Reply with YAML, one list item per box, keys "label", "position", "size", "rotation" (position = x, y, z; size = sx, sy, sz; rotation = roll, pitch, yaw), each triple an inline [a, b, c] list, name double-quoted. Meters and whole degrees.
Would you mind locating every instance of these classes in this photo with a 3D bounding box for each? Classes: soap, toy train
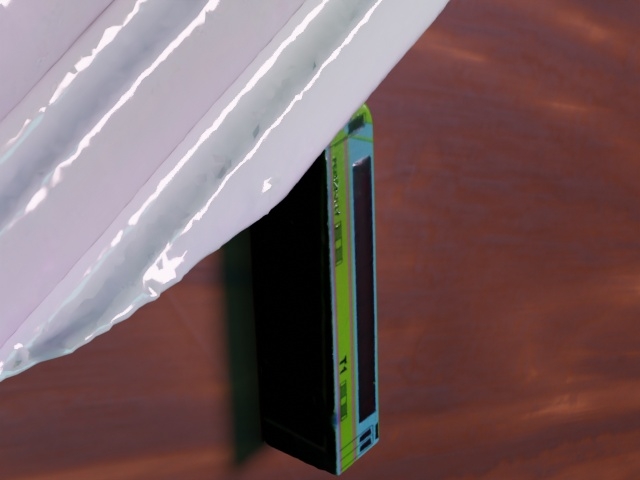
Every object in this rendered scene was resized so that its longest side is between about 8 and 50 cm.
- label: "soap"
  position: [-0.052, -0.120, 0.515]
  size: [0.347, 0.115, 0.208]
  rotation: [-52, 141, -27]
- label: "toy train"
  position: [0.000, 0.000, 0.713]
  size: [0.042, 0.044, 0.209]
  rotation: [-32, 131, -43]
